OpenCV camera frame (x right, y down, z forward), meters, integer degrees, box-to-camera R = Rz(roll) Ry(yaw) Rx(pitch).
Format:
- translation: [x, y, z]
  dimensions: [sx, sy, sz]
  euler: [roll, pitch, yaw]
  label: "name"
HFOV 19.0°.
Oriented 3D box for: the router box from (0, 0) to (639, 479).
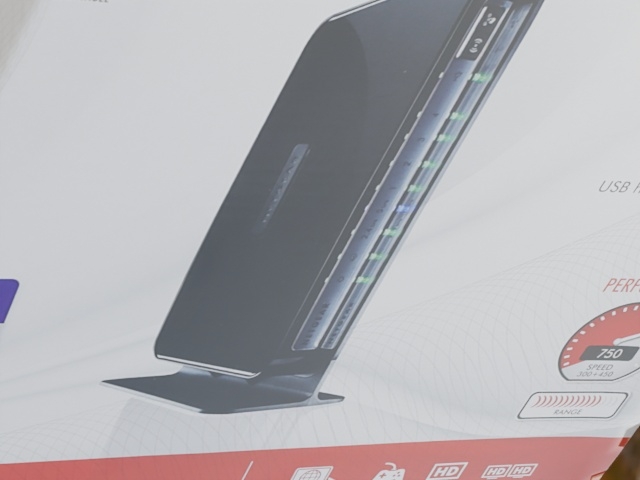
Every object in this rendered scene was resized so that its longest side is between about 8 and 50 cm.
- translation: [-0.009, -0.037, 0.527]
  dimensions: [0.335, 0.082, 0.301]
  euler: [0, 136, -31]
  label: "router box"
